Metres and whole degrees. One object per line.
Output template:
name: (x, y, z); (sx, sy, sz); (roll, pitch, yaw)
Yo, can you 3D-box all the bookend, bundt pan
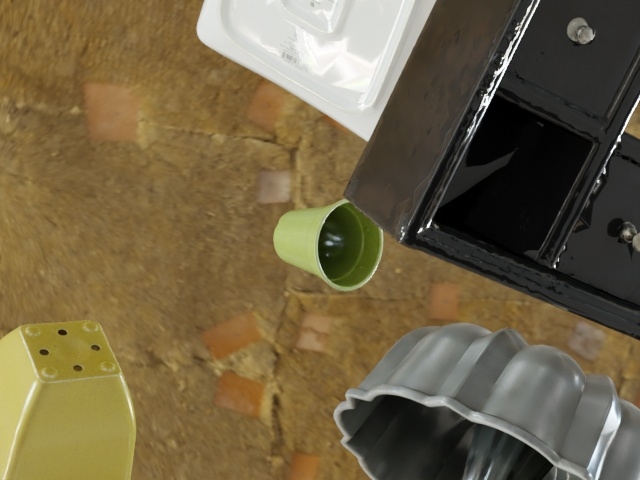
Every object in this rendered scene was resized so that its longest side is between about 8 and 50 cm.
bookend: (0.118, -0.051, 0.494); (0.157, 0.072, 0.156); (23, -81, -24)
bundt pan: (0.183, 0.194, 1.095); (0.331, 0.331, 0.124); (41, -117, -15)

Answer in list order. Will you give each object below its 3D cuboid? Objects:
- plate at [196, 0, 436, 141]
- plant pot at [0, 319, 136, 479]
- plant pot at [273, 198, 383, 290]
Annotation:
plate: (0.005, -0.250, 1.140); (0.277, 0.045, 0.278); (32, -52, 15)
plant pot: (-0.152, 0.092, 0.665); (0.081, 0.081, 0.083); (-2, -52, -32)
plant pot: (0.000, 0.000, 1.054); (0.083, 0.079, 0.083); (-7, -80, -42)
